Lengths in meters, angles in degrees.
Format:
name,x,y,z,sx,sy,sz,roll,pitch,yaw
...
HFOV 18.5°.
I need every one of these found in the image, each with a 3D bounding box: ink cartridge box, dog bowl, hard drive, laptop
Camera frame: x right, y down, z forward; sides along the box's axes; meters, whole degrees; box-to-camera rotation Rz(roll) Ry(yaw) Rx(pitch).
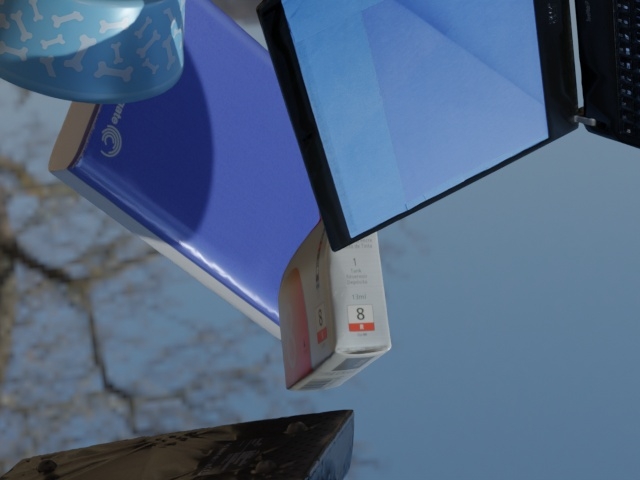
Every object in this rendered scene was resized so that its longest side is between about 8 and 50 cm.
name,x,y,z,sx,sy,sz,roll,pitch,yaw
ink cartridge box,0.000,0.000,1.292,0.045,0.179,0.145,-6,168,-15
dog bowl,-0.178,-0.211,1.413,0.166,0.074,0.297,7,-145,-16
hard drive,-0.079,-0.069,1.687,0.040,0.210,0.319,-6,147,42
laptop,0.133,-0.061,0.957,0.264,0.136,0.234,21,157,20
hard drive,-0.110,0.174,1.330,0.255,0.054,0.172,-10,-170,15
